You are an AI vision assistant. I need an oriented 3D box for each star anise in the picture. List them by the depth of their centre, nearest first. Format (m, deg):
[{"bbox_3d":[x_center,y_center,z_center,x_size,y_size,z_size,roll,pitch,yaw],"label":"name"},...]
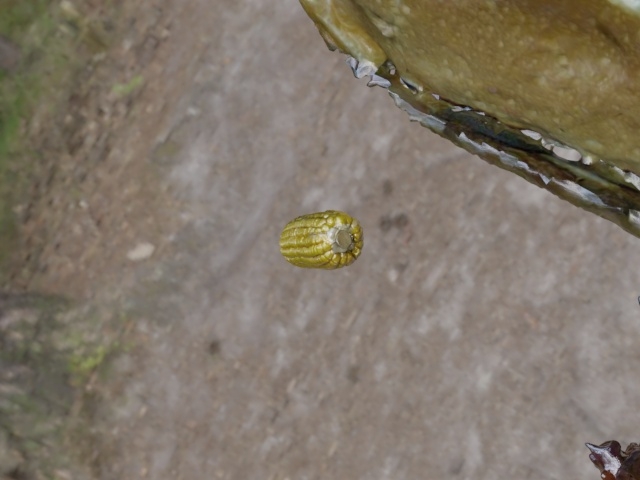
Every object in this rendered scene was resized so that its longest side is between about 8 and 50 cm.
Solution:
[{"bbox_3d":[0.246,0.138,0.865,0.144,0.140,0.158,-58,24,-1],"label":"star anise"}]

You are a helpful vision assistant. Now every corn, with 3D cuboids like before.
[{"bbox_3d":[0.000,0.000,1.429,0.068,0.068,0.207,-62,12,-7],"label":"corn"}]

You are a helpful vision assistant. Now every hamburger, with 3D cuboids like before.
[{"bbox_3d":[0.140,-0.149,0.515,0.195,0.318,0.277,-45,-23,-26],"label":"hamburger"}]
